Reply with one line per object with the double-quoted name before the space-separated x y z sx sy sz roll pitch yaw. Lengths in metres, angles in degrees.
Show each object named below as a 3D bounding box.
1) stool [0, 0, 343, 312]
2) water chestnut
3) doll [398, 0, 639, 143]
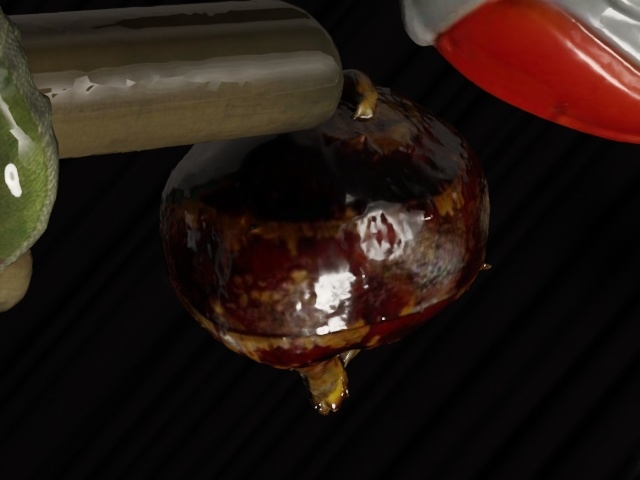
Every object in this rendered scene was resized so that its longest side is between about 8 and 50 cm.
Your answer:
"stool" -0.199 -0.106 0.787 0.226 0.310 0.310 -27 -91 -53
"water chestnut" 0.000 0.000 1.300 0.224 0.224 0.238 -141 35 -62
"doll" 0.090 -0.064 0.575 0.227 0.075 0.102 29 171 -3
